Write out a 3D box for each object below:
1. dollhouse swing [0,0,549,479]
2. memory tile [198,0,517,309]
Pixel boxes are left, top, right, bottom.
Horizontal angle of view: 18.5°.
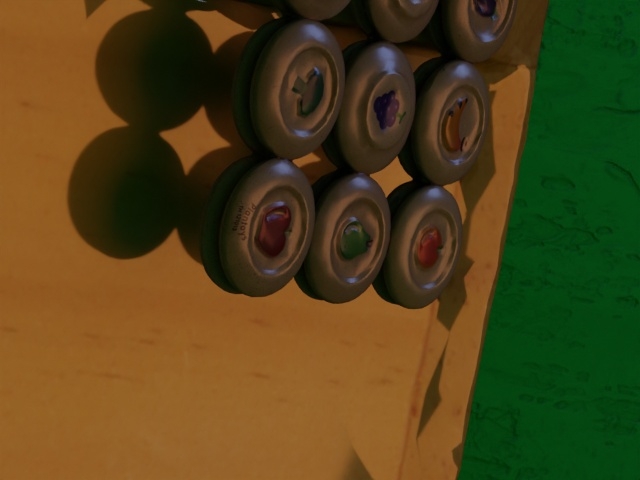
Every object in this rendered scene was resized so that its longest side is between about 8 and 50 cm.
[{"bbox_3d":[-0.125,0.057,0.616,0.315,0.305,0.347,19,-81,56],"label":"dollhouse swing"},{"bbox_3d":[0.018,-0.054,0.535,0.113,0.012,0.148,8,94,-54],"label":"memory tile"}]
